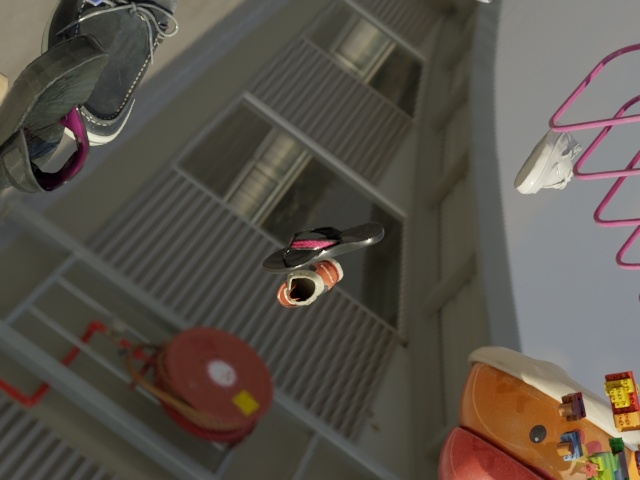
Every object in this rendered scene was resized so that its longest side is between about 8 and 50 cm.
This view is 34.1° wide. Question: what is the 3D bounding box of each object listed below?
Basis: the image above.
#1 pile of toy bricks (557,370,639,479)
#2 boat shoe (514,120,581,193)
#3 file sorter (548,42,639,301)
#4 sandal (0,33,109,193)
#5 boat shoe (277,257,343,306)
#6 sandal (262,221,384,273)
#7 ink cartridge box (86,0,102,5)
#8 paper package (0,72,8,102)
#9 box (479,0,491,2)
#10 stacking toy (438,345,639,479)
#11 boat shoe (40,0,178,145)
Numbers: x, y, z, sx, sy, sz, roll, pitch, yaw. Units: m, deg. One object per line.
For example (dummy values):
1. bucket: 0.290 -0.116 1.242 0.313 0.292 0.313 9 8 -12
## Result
1. pile of toy bricks: 0.332 0.265 1.205 0.118 0.212 0.105 -15 172 31
2. boat shoe: 0.310 -0.100 1.397 0.066 0.063 0.184 -54 176 30
3. file sorter: 0.431 -0.079 1.238 0.182 0.290 0.202 -3 -144 52
4. sandal: -0.396 -0.140 1.493 0.168 0.107 0.446 -38 -178 -29
5. boat shoe: -0.022 0.059 1.298 0.043 0.049 0.137 -37 -177 -34
6. sandal: 0.000 0.000 1.474 0.179 0.040 0.067 -18 -151 8
7. ink cartridge box: -0.359 -0.430 1.350 0.186 0.311 0.065 -49 166 -41
8. paper package: -0.527 -0.118 1.036 0.168 0.325 0.309 -12 -129 53
9. box: 0.163 -0.384 0.827 0.307 0.242 0.076 -47 -139 -4
10. stacking toy: 0.280 0.438 1.635 0.479 0.351 0.350 -57 -176 -9
11. boat shoe: -0.344 -0.397 1.788 0.156 0.187 0.500 -17 -127 46
